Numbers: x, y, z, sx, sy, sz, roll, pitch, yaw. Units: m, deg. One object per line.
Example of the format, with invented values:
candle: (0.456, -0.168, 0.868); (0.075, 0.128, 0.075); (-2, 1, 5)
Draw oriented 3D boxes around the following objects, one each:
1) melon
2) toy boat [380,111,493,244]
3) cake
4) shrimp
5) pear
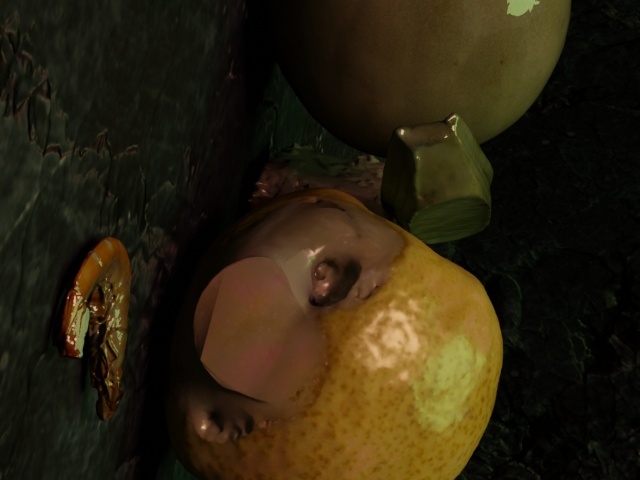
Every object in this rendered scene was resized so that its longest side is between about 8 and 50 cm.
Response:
melon: (0.077, -0.201, 1.089); (0.271, 0.272, 0.308); (-69, 165, -48)
toy boat: (0.094, -0.038, 1.084); (0.293, 0.093, 0.055); (52, 24, -79)
cake: (0.000, 0.000, 1.225); (0.134, 0.135, 0.147); (-59, 162, -65)
shrimp: (-0.134, 0.061, 0.805); (0.091, 0.025, 0.127); (-62, 157, -61)
pear: (0.003, 0.098, 1.035); (0.271, 0.271, 0.271); (11, 90, -81)
